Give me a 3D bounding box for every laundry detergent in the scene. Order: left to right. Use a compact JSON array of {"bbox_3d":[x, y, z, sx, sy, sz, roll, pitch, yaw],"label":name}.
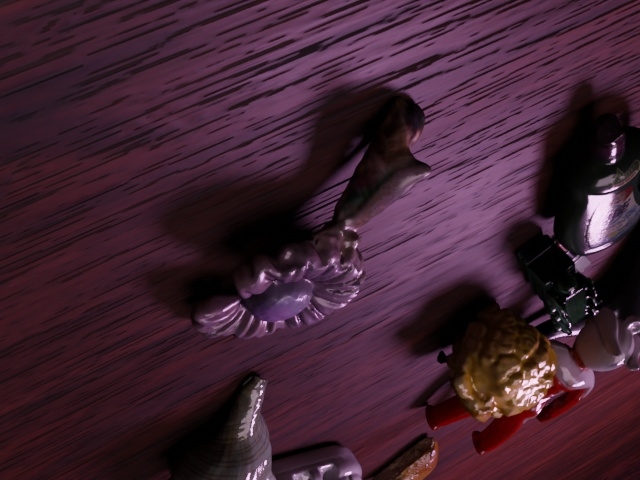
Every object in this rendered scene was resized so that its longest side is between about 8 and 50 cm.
[{"bbox_3d":[0.352,-0.079,0.845,0.144,0.078,0.221,-32,144,-8],"label":"laundry detergent"}]

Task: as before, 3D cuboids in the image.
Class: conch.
[{"bbox_3d":[-0.108,0.288,0.873,0.234,0.114,0.137,-44,159,3],"label":"conch"}]

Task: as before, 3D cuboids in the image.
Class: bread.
[{"bbox_3d":[0.188,0.459,1.387,0.154,0.054,0.136,-37,149,8],"label":"bread"}]

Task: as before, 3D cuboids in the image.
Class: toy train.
[{"bbox_3d":[0.340,0.067,0.987,0.071,0.111,0.170,-36,150,4],"label":"toy train"}]

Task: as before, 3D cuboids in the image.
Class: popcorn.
[{"bbox_3d":[0.259,0.183,1.017,0.170,0.180,0.180,3,147,13],"label":"popcorn"}]

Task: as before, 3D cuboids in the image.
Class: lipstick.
[{"bbox_3d":[0.367,0.018,1.020,0.025,0.025,0.107,-46,139,14],"label":"lipstick"}]

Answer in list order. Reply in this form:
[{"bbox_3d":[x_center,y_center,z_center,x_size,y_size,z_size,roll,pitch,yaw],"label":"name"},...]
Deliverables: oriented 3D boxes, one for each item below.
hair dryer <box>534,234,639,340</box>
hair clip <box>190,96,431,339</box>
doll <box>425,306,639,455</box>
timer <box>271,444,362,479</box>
[{"bbox_3d":[0.440,0.115,1.160,0.360,0.120,0.303,-17,135,-10],"label":"hair dryer"},{"bbox_3d":[0.005,0.004,0.650,0.173,0.069,0.300,13,124,-48],"label":"hair clip"},{"bbox_3d":[0.361,0.233,1.144,0.188,0.099,0.384,35,124,-27],"label":"doll"},{"bbox_3d":[-0.061,0.438,1.112,0.262,0.087,0.237,-1,133,-40],"label":"timer"}]
